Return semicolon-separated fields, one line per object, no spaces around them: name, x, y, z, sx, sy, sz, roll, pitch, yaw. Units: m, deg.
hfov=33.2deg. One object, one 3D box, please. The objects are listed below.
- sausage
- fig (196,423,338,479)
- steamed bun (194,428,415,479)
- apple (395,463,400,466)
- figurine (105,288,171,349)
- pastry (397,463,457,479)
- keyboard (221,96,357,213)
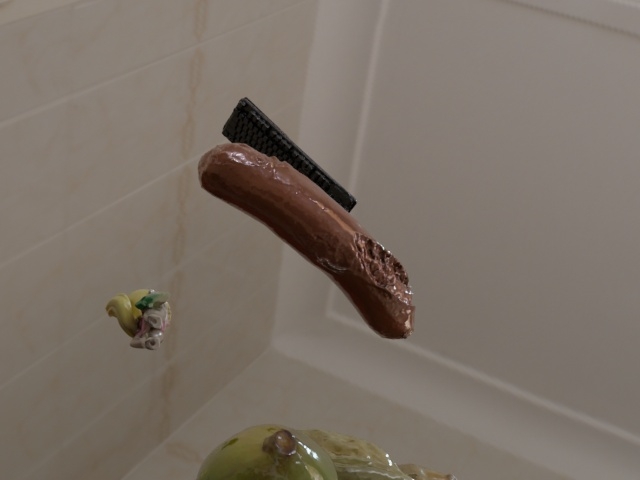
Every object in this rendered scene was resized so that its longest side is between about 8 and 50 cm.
sausage;0.001;-0.002;1.185;0.087;0.079;0.327;-41;-66;21
fig;-0.048;0.236;1.016;0.153;0.136;0.120;-17;-81;44
steamed bun;-0.015;0.377;1.197;0.372;0.230;0.324;32;-86;30
apple;0.114;0.440;1.777;0.146;0.131;0.146;21;-44;22
figurine;-0.216;0.093;1.299;0.083;0.187;0.083;-2;-83;-13
pastry;0.161;0.441;1.399;0.184;0.284;0.315;-8;-63;-9
keyboard;-0.049;-0.107;1.550;0.231;0.023;0.072;43;-60;9
